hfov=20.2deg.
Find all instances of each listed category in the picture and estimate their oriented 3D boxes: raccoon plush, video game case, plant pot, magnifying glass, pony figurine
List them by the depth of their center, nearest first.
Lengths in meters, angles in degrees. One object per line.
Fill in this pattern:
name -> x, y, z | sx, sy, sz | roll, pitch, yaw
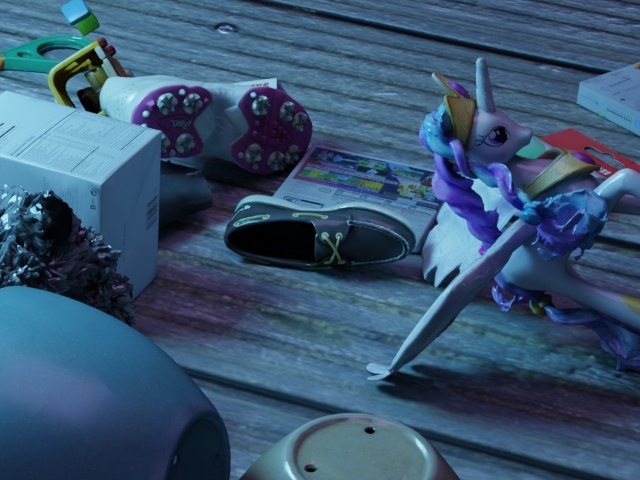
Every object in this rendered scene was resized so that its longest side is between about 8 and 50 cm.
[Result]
plant pot -> -0.191, 0.195, 1.518 | 0.195, 0.290, 0.290 | 7, 30, 21
plant pot -> 0.027, 0.264, 1.557 | 0.284, 0.191, 0.284 | 4, 31, -2
raccoon plush -> -0.393, 0.120, 1.826 | 0.446, 0.216, 0.299 | -7, 32, 44
pony figurine -> 0.229, 0.003, 1.936 | 0.363, 0.351, 0.303 | 24, 35, -4
video game case -> 0.054, -0.055, 2.262 | 0.201, 0.023, 0.183 | 13, 32, 15
magnifying glass -> -0.426, -0.255, 2.530 | 0.231, 0.026, 0.092 | -8, 33, -24

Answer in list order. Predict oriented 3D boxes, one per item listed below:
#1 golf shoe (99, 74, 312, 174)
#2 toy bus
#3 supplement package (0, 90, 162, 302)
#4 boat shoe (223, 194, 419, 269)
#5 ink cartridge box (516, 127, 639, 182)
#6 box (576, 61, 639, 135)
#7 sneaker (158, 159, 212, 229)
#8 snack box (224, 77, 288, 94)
golf shoe -> -0.143, -0.160, 2.268 | 0.306, 0.115, 0.140 | 9, 13, -45
toy bus -> -0.297, -0.195, 2.358 | 0.104, 0.202, 0.191 | -31, 44, 0
supplement package -> -0.301, -0.035, 2.007 | 0.203, 0.194, 0.149 | 16, 32, 17
boat shoe -> 0.000, 0.000, 2.110 | 0.227, 0.081, 0.069 | 6, 33, 16
ink cartridge box -> 0.316, -0.107, 2.359 | 0.224, 0.056, 0.181 | -21, 39, -33
box -> 0.478, -0.190, 2.534 | 0.145, 0.038, 0.186 | -21, 40, -37
sneaker -> -0.238, -0.082, 2.221 | 0.118, 0.083, 0.222 | -16, 46, -39
snack box -> -0.130, -0.180, 2.355 | 0.178, 0.064, 0.022 | -5, 64, 18
